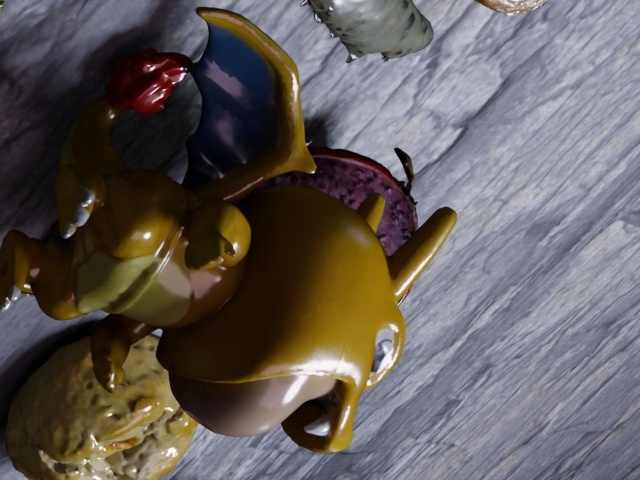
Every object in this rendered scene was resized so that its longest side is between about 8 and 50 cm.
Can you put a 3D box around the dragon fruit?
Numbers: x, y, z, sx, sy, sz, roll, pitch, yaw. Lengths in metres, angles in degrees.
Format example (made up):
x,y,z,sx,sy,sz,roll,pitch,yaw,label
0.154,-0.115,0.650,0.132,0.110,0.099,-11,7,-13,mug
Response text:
x,y,z,sx,sy,sz,roll,pitch,yaw,label
-0.003,0.003,1.732,0.218,0.223,0.148,6,180,-3,dragon fruit

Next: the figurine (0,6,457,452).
x,y,z,sx,sy,sz,roll,pitch,yaw,label
-0.087,0.008,1.489,0.387,0.268,0.401,21,119,-28,figurine

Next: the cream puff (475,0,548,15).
x,y,z,sx,sy,sz,roll,pitch,yaw,label
0.189,-0.295,1.554,0.126,0.103,0.144,-4,139,-21,cream puff

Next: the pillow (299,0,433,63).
x,y,z,sx,sy,sz,roll,pitch,yaw,label
0.039,-0.230,1.548,0.093,0.051,0.241,-43,149,4,pillow

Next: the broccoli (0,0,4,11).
x,y,z,sx,sy,sz,roll,pitch,yaw,label
-0.341,-0.180,1.102,0.261,0.242,0.269,46,68,-40,broccoli

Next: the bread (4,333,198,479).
x,y,z,sx,sy,sz,roll,pitch,yaw,label
-0.239,0.212,1.808,0.244,0.134,0.244,-22,145,-16,bread
